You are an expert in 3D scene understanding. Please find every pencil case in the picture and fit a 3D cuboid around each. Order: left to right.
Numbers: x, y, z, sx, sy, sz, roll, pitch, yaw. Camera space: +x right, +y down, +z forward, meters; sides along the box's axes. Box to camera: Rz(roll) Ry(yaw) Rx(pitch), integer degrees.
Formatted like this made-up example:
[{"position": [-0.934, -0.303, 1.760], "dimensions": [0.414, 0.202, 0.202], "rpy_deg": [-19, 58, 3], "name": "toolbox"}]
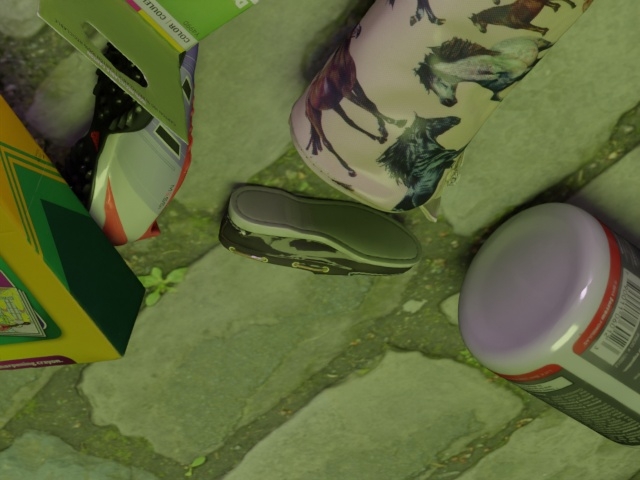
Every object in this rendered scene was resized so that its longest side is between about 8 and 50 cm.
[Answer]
[{"position": [0.150, -0.205, 1.366], "dimensions": [0.183, 0.160, 0.410], "rpy_deg": [27, 126, -20], "name": "pencil case"}]

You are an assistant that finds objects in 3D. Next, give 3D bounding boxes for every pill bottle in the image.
[{"position": [0.351, 0.122, 1.695], "dimensions": [0.363, 0.210, 0.210], "rpy_deg": [31, 123, -34], "name": "pill bottle"}]

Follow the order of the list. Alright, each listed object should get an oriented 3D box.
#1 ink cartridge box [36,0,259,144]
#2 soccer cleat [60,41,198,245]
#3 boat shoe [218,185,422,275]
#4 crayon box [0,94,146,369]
[{"position": [-0.142, -0.234, 1.223], "dimensions": [0.097, 0.255, 0.189], "rpy_deg": [-30, 132, 20], "name": "ink cartridge box"}, {"position": [-0.174, -0.113, 1.463], "dimensions": [0.116, 0.109, 0.318], "rpy_deg": [1, 138, -32], "name": "soccer cleat"}, {"position": [0.000, 0.000, 1.613], "dimensions": [0.227, 0.081, 0.069], "rpy_deg": [15, 134, -13], "name": "boat shoe"}, {"position": [-0.412, 0.006, 1.465], "dimensions": [0.363, 0.106, 0.313], "rpy_deg": [-6, 138, 23], "name": "crayon box"}]
